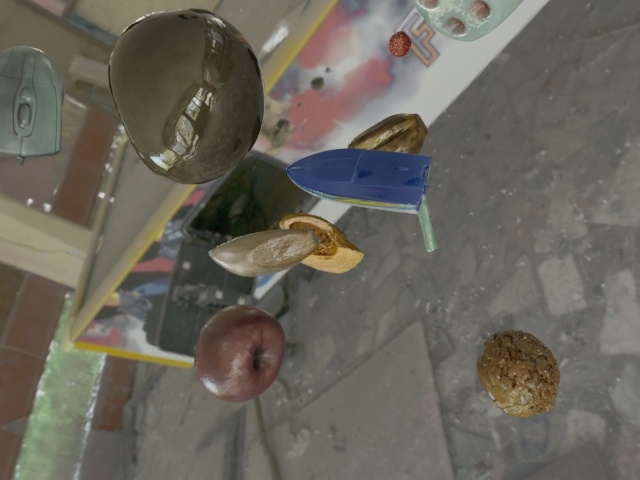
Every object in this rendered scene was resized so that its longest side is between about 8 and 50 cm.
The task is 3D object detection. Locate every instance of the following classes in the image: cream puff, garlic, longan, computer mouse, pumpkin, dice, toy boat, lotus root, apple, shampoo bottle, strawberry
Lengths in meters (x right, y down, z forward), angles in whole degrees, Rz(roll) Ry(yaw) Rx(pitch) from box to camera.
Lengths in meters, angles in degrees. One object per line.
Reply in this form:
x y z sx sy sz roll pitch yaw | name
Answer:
0.362 0.233 1.129 0.115 0.150 0.165 -52 54 41 | cream puff
-0.153 0.037 1.774 0.318 0.143 0.112 -16 48 3 | garlic
-0.188 -0.202 0.886 0.246 0.215 0.246 -23 62 50 | longan
-0.744 -0.361 1.582 0.122 0.188 0.371 132 135 -54 | computer mouse
0.002 0.004 1.948 0.163 0.278 0.111 -68 -8 -57 | pumpkin
0.429 -0.743 1.745 0.265 0.262 0.268 -57 15 -20 | dice
0.069 -0.126 1.251 0.295 0.088 0.129 8 55 17 | toy boat
0.235 -0.321 2.152 0.290 0.193 0.193 -31 35 9 | lotus root
-0.254 0.347 1.949 0.235 0.305 0.306 12 75 39 | apple
0.330 -0.063 1.970 0.041 0.191 0.069 -12 6 15 | shampoo bottle
0.237 -0.584 1.852 0.083 0.073 0.073 129 164 -80 | strawberry
